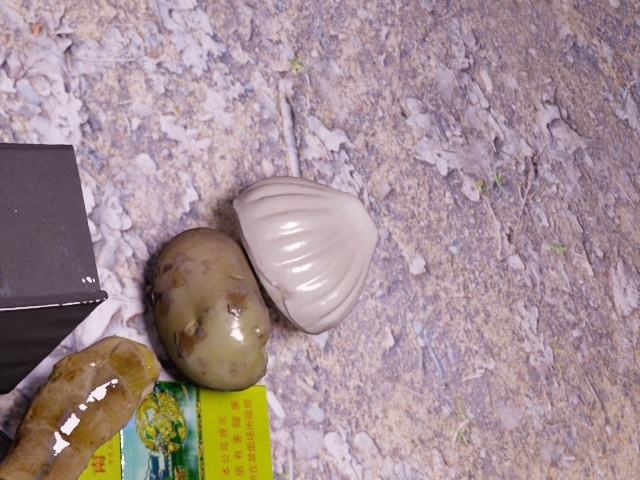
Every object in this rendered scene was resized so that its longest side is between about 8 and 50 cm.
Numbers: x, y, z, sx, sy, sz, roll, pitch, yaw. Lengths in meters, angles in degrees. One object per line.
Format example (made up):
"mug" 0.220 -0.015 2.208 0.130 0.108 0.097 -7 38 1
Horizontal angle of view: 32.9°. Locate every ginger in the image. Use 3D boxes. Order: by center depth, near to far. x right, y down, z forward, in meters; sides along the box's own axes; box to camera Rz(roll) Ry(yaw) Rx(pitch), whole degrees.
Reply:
"ginger" -0.316 0.226 1.386 0.263 0.109 0.116 -53 149 -28

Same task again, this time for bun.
"bun" 0.000 0.000 1.664 0.263 0.175 0.263 58 13 -23

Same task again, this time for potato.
"potato" -0.160 0.101 1.571 0.165 0.165 0.262 3 46 -37

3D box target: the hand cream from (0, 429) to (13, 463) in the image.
"hand cream" -0.443 0.301 1.333 0.067 0.043 0.209 44 33 -13

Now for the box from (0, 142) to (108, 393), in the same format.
"box" -0.439 0.045 1.264 0.251 0.345 0.204 -1 67 -37

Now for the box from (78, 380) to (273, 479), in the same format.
"box" -0.219 0.291 1.528 0.335 0.047 0.187 8 68 -35
